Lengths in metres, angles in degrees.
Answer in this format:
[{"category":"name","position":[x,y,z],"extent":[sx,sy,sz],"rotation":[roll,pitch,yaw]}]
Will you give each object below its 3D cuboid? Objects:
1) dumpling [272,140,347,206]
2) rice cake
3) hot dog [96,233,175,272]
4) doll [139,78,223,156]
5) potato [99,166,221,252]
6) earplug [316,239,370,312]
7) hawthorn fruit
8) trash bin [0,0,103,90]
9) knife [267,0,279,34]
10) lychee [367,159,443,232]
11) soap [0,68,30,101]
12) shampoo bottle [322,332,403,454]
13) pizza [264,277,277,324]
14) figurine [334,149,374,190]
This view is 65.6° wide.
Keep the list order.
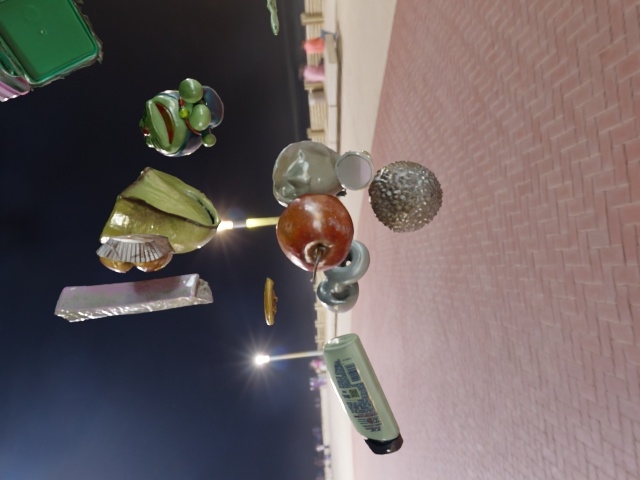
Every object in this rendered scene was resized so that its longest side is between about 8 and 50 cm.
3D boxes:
[{"category":"dumpling","position":[-0.037,-0.205,1.657],"extent":[0.204,0.293,0.163],"rotation":[56,155,19]},{"category":"rice cake","position":[-0.421,0.127,1.110],"extent":[0.056,0.365,0.072],"rotation":[74,-168,-55]},{"category":"hot dog","position":[-0.382,0.023,1.064],"extent":[0.253,0.131,0.069],"rotation":[-140,58,-84]},{"category":"doll","position":[-0.419,-0.366,1.519],"extent":[0.186,0.322,0.198],"rotation":[-25,-76,-55]},{"category":"potato","position":[-0.461,-0.042,1.472],"extent":[0.212,0.280,0.330],"rotation":[-58,17,18]},{"category":"earplug","position":[0.099,0.153,2.101],"extent":[0.214,0.175,0.325],"rotation":[24,102,38]},{"category":"hawthorn fruit","position":[0.002,-0.019,1.473],"extent":[0.235,0.263,0.231],"rotation":[-59,-33,2]},{"category":"trash bin","position":[-0.704,-0.518,1.223],"extent":[0.381,0.259,0.295],"rotation":[40,158,44]},{"category":"knife","position":[-0.159,-0.762,1.643],"extent":[0.043,0.020,0.293],"rotation":[32,-144,-37]},{"category":"lychee","position":[0.331,-0.172,1.900],"extent":[0.300,0.300,0.300],"rotation":[175,90,-88]},{"category":"soap","position":[-1.099,-0.566,1.538],"extent":[0.324,0.193,0.109],"rotation":[35,-128,-58]},{"category":"shampoo bottle","position":[0.115,0.443,1.416],"extent":[0.359,0.134,0.078],"rotation":[66,-153,-10]},{"category":"pizza","position":[-0.191,0.237,1.924],"extent":[0.131,0.041,0.178],"rotation":[70,-161,-80]},{"category":"figurine","position":[0.124,-0.244,1.608],"extent":[0.153,0.132,0.132],"rotation":[-55,-36,-61]}]
